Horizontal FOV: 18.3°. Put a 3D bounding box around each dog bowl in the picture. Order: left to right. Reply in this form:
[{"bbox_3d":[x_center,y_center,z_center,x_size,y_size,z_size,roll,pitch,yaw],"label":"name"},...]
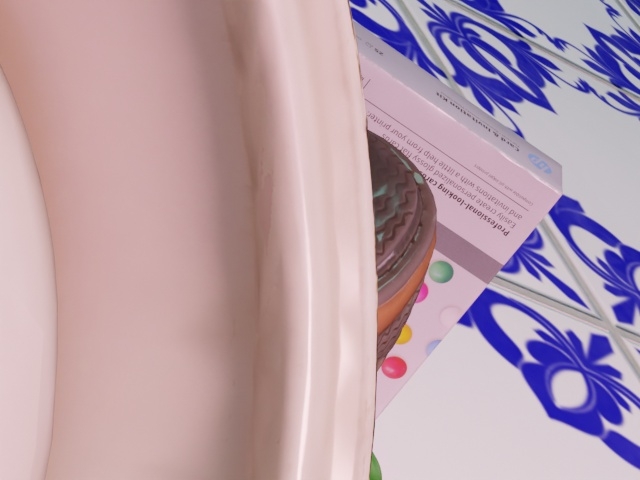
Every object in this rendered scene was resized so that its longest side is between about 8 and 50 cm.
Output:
[{"bbox_3d":[-0.128,0.031,0.454,0.150,0.408,0.408,2,8,24],"label":"dog bowl"}]

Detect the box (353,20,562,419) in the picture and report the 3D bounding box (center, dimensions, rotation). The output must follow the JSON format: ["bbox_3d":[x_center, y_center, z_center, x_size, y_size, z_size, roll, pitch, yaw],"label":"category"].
[{"bbox_3d":[0.000,0.000,0.930,0.145,0.186,0.038,35,24,-9],"label":"box"}]

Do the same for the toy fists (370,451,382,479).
[{"bbox_3d":[-0.012,0.147,0.747,0.142,0.096,0.279,27,23,-29],"label":"toy fists"}]

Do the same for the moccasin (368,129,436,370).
[{"bbox_3d":[-0.137,-0.061,0.717,0.380,0.147,0.139,32,46,1],"label":"moccasin"}]
